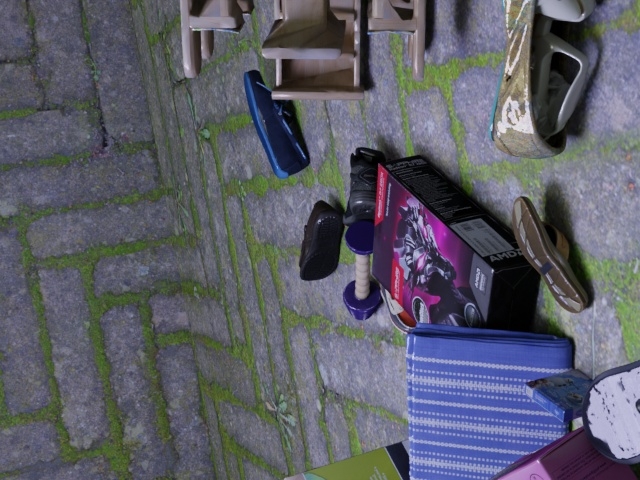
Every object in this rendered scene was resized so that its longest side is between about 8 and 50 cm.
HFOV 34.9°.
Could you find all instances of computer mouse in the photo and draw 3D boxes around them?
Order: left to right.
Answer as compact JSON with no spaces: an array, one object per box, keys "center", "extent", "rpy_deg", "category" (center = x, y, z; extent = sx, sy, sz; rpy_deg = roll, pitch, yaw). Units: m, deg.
[{"center":[0.432,0.196,1.230],"extent":[0.272,0.072,0.188],"rpy_deg":[-36,65,53],"category":"computer mouse"}]

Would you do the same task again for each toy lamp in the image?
[{"center":[0.082,0.066,1.953],"extent":[0.274,0.080,0.080],"rpy_deg":[91,157,-56],"category":"toy lamp"}]

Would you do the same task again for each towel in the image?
[{"center":[0.252,0.285,1.545],"extent":[0.040,0.243,0.336],"rpy_deg":[-56,-34,-63],"category":"towel"}]

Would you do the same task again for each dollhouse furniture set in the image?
[{"center":[-0.016,-0.321,1.694],"extent":[0.394,0.362,0.256],"rpy_deg":[-82,-8,-66],"category":"dollhouse furniture set"}]

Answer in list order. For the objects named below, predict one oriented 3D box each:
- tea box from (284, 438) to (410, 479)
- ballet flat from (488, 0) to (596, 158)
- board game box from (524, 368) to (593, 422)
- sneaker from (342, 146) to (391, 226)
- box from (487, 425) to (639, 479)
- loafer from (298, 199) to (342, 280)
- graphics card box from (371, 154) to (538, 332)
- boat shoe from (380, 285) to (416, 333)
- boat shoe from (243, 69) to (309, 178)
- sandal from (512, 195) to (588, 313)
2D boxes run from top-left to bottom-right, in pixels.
[{"center":[0.092,0.565,1.895],"extent":[0.329,0.323,0.220],"rpy_deg":[102,148,-47],"category":"tea box"},{"center":[0.290,-0.265,1.295],"extent":[0.123,0.123,0.348],"rpy_deg":[-134,39,-53],"category":"ballet flat"},{"center":[0.345,0.213,1.409],"extent":[0.090,0.090,0.020],"rpy_deg":[-143,48,-58],"category":"board game box"},{"center":[0.091,-0.092,1.897],"extent":[0.227,0.087,0.130],"rpy_deg":[86,-166,-74],"category":"sneaker"},{"center":[0.352,0.397,1.381],"extent":[0.243,0.117,0.213],"rpy_deg":[58,153,12],"category":"box"},{"center":[0.000,0.000,2.180],"extent":[0.220,0.080,0.078],"rpy_deg":[109,153,-43],"category":"loafer"},{"center":[0.206,0.042,1.660],"extent":[0.371,0.094,0.233],"rpy_deg":[-131,36,-49],"category":"graphics card box"},{"center":[0.149,0.117,1.900],"extent":[0.043,0.049,0.137],"rpy_deg":[103,152,-42],"category":"boat shoe"},{"center":[-0.098,-0.262,2.265],"extent":[0.109,0.089,0.258],"rpy_deg":[126,124,-78],"category":"boat shoe"},{"center":[0.325,0.016,1.424],"extent":[0.180,0.049,0.072],"rpy_deg":[58,160,9],"category":"sandal"}]
